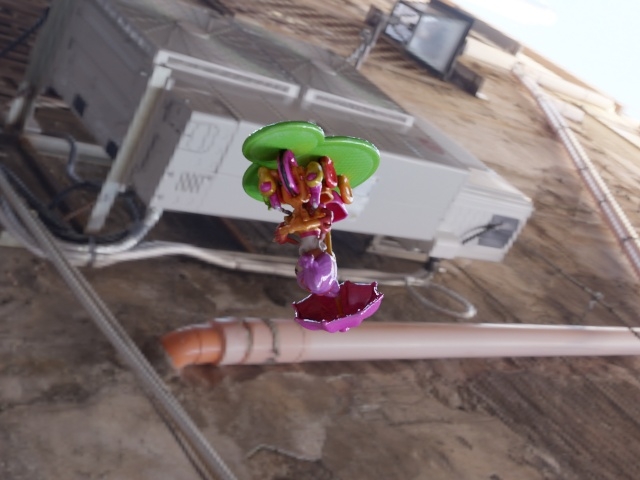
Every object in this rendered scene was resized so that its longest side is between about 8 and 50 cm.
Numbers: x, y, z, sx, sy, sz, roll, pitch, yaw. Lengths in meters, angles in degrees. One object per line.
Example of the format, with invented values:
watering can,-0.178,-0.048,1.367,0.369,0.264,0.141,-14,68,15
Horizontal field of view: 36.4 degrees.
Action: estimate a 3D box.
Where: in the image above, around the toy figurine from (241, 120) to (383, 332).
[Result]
toy figurine,0.000,0.000,0.850,0.130,0.173,0.159,-17,-111,13
